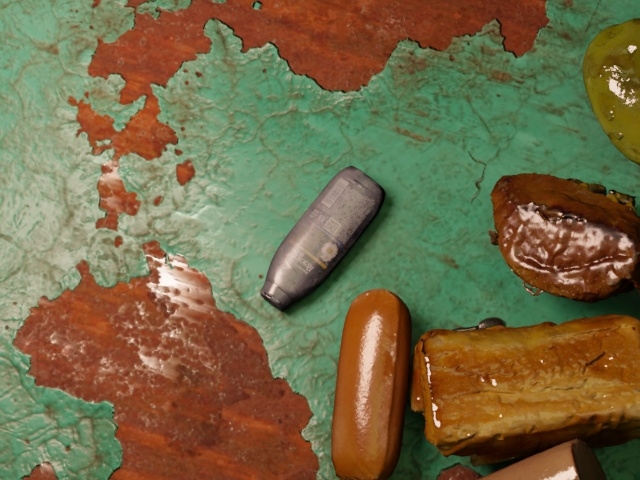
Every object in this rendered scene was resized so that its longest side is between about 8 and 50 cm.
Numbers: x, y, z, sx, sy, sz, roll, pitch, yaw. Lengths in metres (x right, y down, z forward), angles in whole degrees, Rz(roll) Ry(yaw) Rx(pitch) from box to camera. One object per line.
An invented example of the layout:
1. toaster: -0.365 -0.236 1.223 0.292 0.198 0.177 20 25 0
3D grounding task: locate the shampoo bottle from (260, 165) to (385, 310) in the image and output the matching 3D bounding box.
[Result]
1. shampoo bottle: 0.000 0.000 1.718 0.087 0.049 0.233 37 79 4

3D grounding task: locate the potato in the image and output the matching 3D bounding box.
1. potato: 0.496 -0.213 1.738 0.253 0.148 0.186 42 77 7

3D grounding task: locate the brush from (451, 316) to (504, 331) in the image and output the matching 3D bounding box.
1. brush: 0.228 0.128 1.720 0.083 0.008 0.024 -9 81 -5

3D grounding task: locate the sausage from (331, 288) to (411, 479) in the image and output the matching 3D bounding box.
1. sausage: 0.072 0.204 1.649 0.105 0.105 0.274 7 76 -1

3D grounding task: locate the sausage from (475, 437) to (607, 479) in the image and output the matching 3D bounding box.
1. sausage: 0.256 0.366 1.578 0.253 0.123 0.123 -27 79 20

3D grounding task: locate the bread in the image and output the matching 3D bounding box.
1. bread: 0.296 0.205 1.637 0.344 0.149 0.195 -4 63 -3

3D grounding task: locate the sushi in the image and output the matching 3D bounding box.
1. sushi: 0.372 0.002 1.681 0.296 0.179 0.167 17 99 28
